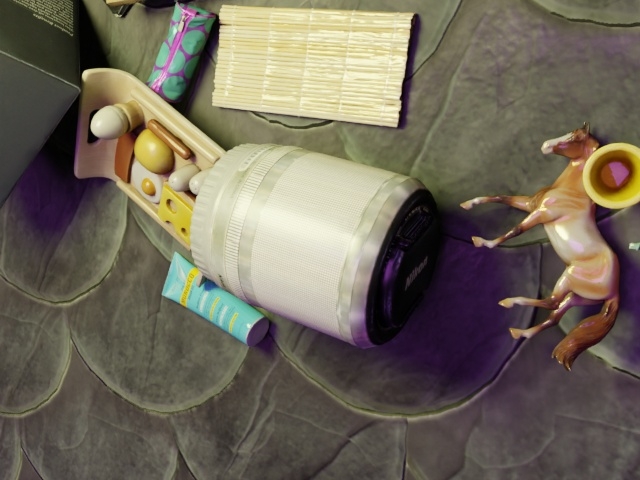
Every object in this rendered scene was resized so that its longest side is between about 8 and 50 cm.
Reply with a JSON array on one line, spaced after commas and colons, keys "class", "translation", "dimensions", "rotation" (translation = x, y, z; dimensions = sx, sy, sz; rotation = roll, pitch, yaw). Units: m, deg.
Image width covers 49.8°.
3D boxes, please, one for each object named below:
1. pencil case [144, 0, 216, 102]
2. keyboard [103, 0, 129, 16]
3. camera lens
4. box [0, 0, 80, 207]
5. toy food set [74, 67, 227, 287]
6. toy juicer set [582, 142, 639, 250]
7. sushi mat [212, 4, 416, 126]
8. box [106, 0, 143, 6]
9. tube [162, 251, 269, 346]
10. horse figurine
[{"class": "pencil case", "translation": [-0.216, -0.287, 1.051], "dimensions": [0.064, 0.070, 0.152], "rotation": [31, 114, 7]}, {"class": "keyboard", "translation": [-0.350, -0.466, 1.125], "dimensions": [0.180, 0.023, 0.108], "rotation": [52, 124, 11]}, {"class": "camera lens", "translation": [0.000, 0.000, 0.891], "dimensions": [0.274, 0.219, 0.219], "rotation": [18, 106, 25]}, {"class": "box", "translation": [-0.531, -0.257, 1.102], "dimensions": [0.296, 0.183, 0.294], "rotation": [-43, 43, 28]}, {"class": "toy food set", "translation": [-0.262, -0.092, 1.054], "dimensions": [0.306, 0.092, 0.220], "rotation": [41, 135, 17]}, {"class": "toy juicer set", "translation": [0.455, -0.066, 0.686], "dimensions": [0.329, 0.089, 0.209], "rotation": [-29, 87, 20]}, {"class": "sushi mat", "translation": [-0.023, -0.252, 0.980], "dimensions": [0.316, 0.019, 0.151], "rotation": [12, 104, 27]}, {"class": "box", "translation": [-0.231, -0.444, 1.031], "dimensions": [0.201, 0.021, 0.164], "rotation": [-1, 81, 26]}, {"class": "tube", "translation": [-0.174, 0.097, 1.107], "dimensions": [0.207, 0.052, 0.080], "rotation": [28, 101, 29]}, {"class": "horse figurine", "translation": [0.282, 0.014, 0.818], "dimensions": [0.174, 0.066, 0.263], "rotation": [-21, 79, 13]}]
